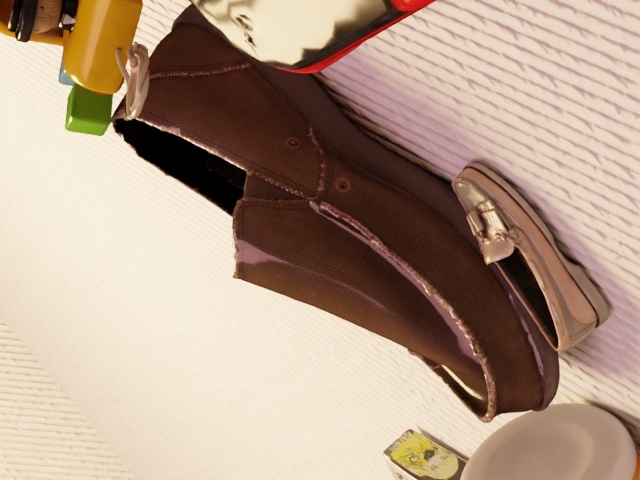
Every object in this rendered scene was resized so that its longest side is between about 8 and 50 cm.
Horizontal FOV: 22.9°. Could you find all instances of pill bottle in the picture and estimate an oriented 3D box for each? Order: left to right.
[{"bbox_3d":[0.186,0.224,1.062,0.121,0.121,0.216,19,144,55],"label":"pill bottle"}]

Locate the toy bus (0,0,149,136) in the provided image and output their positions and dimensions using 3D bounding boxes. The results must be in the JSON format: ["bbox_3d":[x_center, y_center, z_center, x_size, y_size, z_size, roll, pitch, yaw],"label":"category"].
[{"bbox_3d":[-0.166,-0.170,0.988,0.202,0.104,0.191,178,99,-74],"label":"toy bus"}]

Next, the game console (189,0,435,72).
[{"bbox_3d":[-0.059,-0.265,0.759,0.386,0.060,0.342,48,152,-11],"label":"game console"}]

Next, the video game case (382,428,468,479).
[{"bbox_3d":[0.165,0.283,1.328,0.210,0.042,0.232,26,150,49],"label":"video game case"}]

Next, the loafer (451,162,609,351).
[{"bbox_3d":[0.119,0.010,0.939,0.125,0.039,0.045,49,161,2],"label":"loafer"}]

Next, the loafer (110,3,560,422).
[{"bbox_3d":[0.000,0.000,1.040,0.366,0.130,0.134,42,159,20],"label":"loafer"}]
